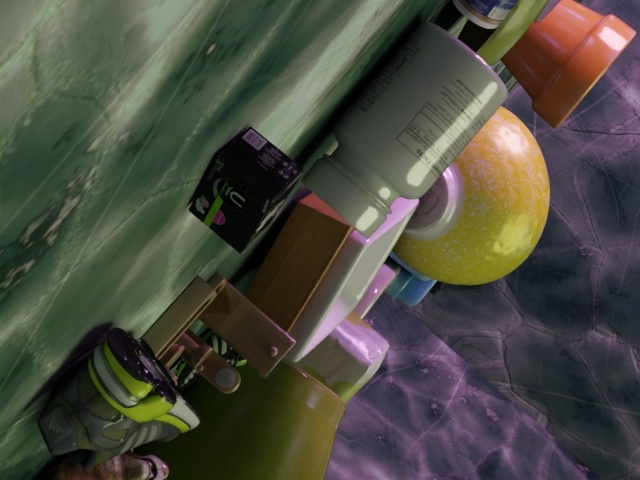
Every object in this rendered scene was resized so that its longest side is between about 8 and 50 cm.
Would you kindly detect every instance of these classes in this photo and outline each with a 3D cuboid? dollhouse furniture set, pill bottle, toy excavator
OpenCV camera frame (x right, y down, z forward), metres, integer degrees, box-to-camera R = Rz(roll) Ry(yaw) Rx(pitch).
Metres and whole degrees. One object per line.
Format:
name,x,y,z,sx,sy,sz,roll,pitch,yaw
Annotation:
dollhouse furniture set,-0.120,0.123,1.481,0.144,0.123,0.151,-48,175,-9
pill bottle,0.090,-0.120,1.438,0.229,0.131,0.131,-49,175,2
pill bottle,0.206,-0.303,1.438,0.120,0.067,0.067,-52,174,33
toy excavator,0.142,0.049,2.569,0.433,0.222,0.445,-52,174,20

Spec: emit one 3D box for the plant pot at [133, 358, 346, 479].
plant pot,-0.139,0.367,2.109,0.353,0.366,0.366,-59,178,-15

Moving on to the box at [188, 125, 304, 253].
box,-0.064,-0.042,1.087,0.052,0.062,0.083,-47,174,-41

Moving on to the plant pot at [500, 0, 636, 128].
plant pot,0.387,-0.323,2.136,0.205,0.188,0.205,-49,175,-6

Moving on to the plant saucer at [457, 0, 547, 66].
plant saucer,0.240,-0.297,1.581,0.241,0.037,0.241,-55,-172,12

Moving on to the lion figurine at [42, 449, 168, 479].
lion figurine,-0.297,0.419,1.501,0.240,0.142,0.392,58,43,-75

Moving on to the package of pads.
package of pads,-0.034,0.225,2.365,0.101,0.229,0.296,-43,172,-50

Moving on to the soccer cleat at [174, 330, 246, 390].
soccer cleat,-0.145,0.164,1.849,0.179,0.072,0.060,-45,174,-36

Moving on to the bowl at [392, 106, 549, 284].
bowl,0.178,-0.071,1.901,0.156,0.289,0.289,-6,140,-56

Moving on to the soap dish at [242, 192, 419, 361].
soap dish,0.010,0.022,1.750,0.229,0.118,0.291,-60,172,23

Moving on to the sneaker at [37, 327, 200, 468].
sneaker,-0.205,0.165,1.275,0.121,0.111,0.300,-36,166,-5

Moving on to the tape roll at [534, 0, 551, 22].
tape roll,0.351,-0.415,1.817,0.219,0.072,0.219,-49,174,-7
